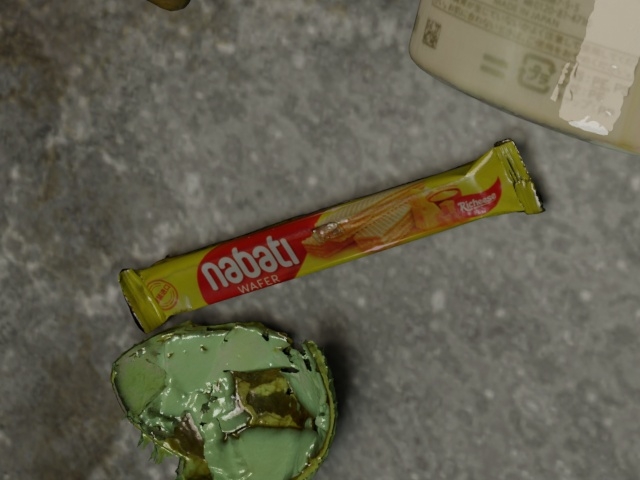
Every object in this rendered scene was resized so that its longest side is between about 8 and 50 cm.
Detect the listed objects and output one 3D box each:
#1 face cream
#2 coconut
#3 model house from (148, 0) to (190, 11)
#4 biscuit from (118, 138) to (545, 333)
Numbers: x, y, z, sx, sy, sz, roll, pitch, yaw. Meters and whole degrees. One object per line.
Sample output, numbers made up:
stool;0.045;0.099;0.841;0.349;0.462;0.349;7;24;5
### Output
face cream;0.158;-0.233;1.024;0.173;0.081;0.349;25;111;31
coconut;-0.056;0.110;1.221;0.158;0.055;0.133;15;109;23
model house;-0.145;-0.271;1.134;0.253;0.184;0.291;-18;107;22
biscuit;0.000;0.000;1.188;0.292;0.026;0.048;-18;112;28
